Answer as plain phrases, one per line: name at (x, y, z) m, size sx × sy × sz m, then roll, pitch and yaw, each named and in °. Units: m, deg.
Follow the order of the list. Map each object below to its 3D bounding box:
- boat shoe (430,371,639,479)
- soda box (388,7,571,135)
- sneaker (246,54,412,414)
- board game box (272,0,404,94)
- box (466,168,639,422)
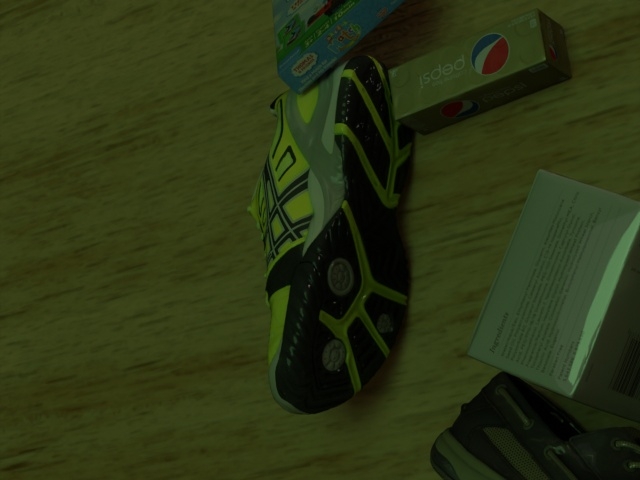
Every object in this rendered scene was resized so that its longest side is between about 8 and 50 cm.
boat shoe at (0.250, 0.223, 1.459) m, size 0.355 × 0.132 × 0.130 m, roll 30°, pitch 97°, yaw 37°
soda box at (0.161, -0.170, 1.690) m, size 0.181 × 0.058 × 0.061 m, roll -20°, pitch 66°, yaw 30°
sneaker at (0.000, 0.000, 1.722) m, size 0.147 × 0.145 × 0.384 m, roll -11°, pitch 60°, yaw 42°
board game box at (0.017, -0.265, 1.777) m, size 0.160 × 0.039 × 0.211 m, roll -40°, pitch 26°, yaw 20°
box at (0.249, 0.055, 1.478) m, size 0.119 × 0.181 × 0.181 m, roll 21°, pitch 90°, yaw 38°
